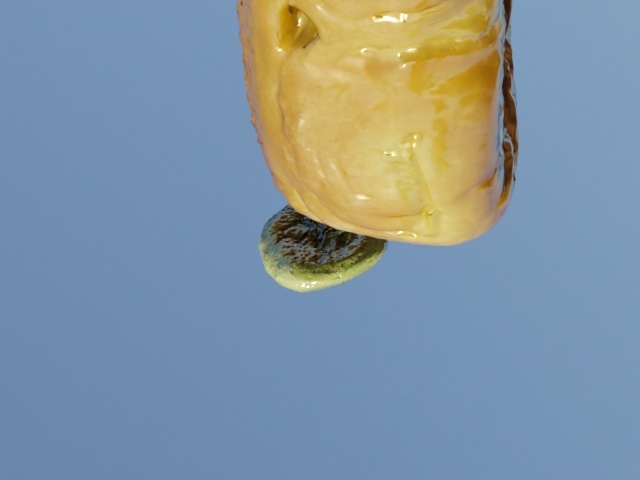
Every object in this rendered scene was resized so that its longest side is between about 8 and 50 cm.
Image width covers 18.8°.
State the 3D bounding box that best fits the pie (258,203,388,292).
[{"bbox_3d":[0.001,-0.001,1.168,0.084,0.084,0.021,-61,-33,-42],"label":"pie"}]

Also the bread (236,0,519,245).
[{"bbox_3d":[0.022,-0.204,0.949,0.148,0.328,0.337,-2,-129,5],"label":"bread"}]
